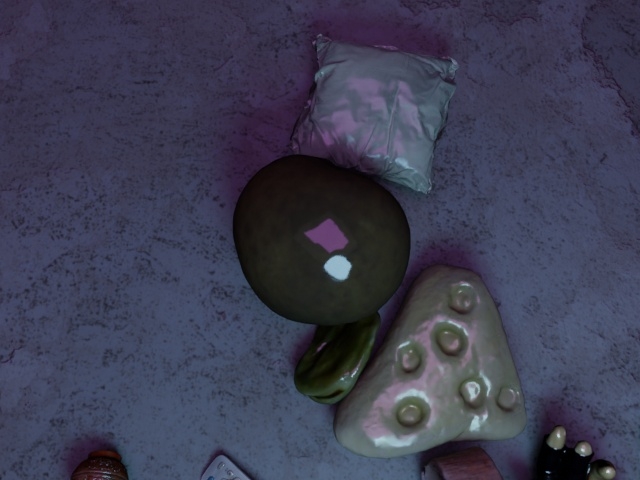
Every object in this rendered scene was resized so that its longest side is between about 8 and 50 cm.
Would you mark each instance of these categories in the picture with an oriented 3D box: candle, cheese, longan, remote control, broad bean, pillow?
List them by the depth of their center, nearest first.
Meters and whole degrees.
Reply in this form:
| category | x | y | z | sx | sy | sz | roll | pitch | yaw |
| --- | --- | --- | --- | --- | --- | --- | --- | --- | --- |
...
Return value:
| category | x | y | z | sx | sy | sz | roll | pitch | yaw |
| --- | --- | --- | --- | --- | --- | --- | --- | --- | --- |
| candle | 0.278 | 0.525 | 1.007 | 0.131 | 0.287 | 0.317 | -10 | 42 | -9 |
| longan | 0.000 | 0.000 | 1.074 | 0.318 | 0.319 | 0.319 | 0 | 79 | -2 |
| remote control | -0.113 | 0.482 | 1.106 | 0.229 | 0.044 | 0.073 | 37 | 96 | 13 |
| cheese | 0.182 | 0.212 | 1.124 | 0.350 | 0.129 | 0.329 | -6 | 82 | -5 |
| broad bean | 0.034 | 0.203 | 1.126 | 0.072 | 0.153 | 0.207 | 39 | 81 | -41 |
| pillow | 0.104 | -0.253 | 1.205 | 0.309 | 0.138 | 0.284 | 11 | 80 | -3 |

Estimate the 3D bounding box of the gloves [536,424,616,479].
| category | x | y | z | sx | sy | sz | roll | pitch | yaw |
| --- | --- | --- | --- | --- | --- | --- | --- | --- | --- |
| gloves | 0.450 | 0.469 | 1.072 | 0.197 | 0.152 | 0.301 | -14 | 105 | -11 |

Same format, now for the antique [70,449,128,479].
| category | x | y | z | sx | sy | sz | roll | pitch | yaw |
| --- | --- | --- | --- | --- | --- | --- | --- | --- | --- |
| antique | -0.389 | 0.427 | 1.075 | 0.104 | 0.104 | 0.104 | 0 | 79 | -2 |
